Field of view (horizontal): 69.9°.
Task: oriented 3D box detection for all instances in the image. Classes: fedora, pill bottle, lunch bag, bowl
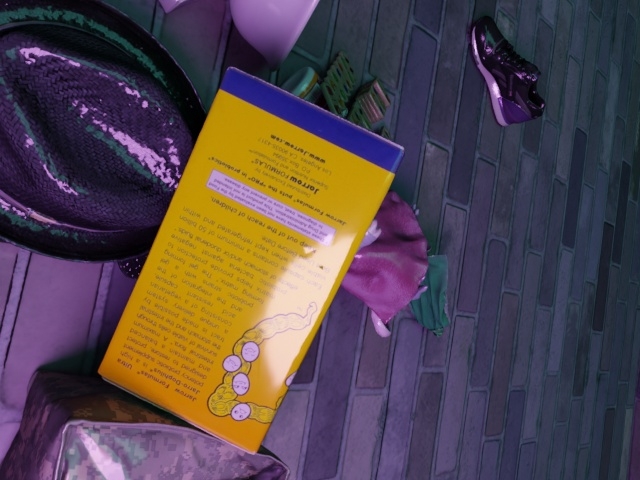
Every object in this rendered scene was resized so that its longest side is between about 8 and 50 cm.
[{"bbox_3d":[-0.246,-0.116,0.498,0.334,0.152,0.334,-10,107,-37],"label":"fedora"},{"bbox_3d":[0.000,-0.217,0.796,0.152,0.086,0.086,42,68,-32],"label":"pill bottle"},{"bbox_3d":[-0.207,0.273,0.561,0.287,0.235,0.168,23,75,-36],"label":"lunch bag"},{"bbox_3d":[-0.052,-0.405,0.643,0.134,0.298,0.297,28,75,-18],"label":"bowl"}]

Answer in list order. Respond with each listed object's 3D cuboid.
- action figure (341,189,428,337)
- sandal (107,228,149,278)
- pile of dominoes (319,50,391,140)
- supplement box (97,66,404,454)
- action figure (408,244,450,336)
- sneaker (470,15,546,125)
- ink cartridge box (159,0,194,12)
[{"bbox_3d":[0.000,0.000,0.786,0.370,0.248,0.275,5,129,-27],"label":"action figure"},{"bbox_3d":[-0.274,-0.032,0.628,0.067,0.040,0.179,-19,118,-30],"label":"sandal"},{"bbox_3d":[0.082,-0.229,0.807,0.196,0.040,0.251,55,29,-24],"label":"pile of dominoes"},{"bbox_3d":[-0.069,0.019,0.550,0.195,0.194,0.356,26,99,2],"label":"supplement box"},{"bbox_3d":[0.228,0.117,0.980,0.063,0.137,0.232,-47,127,-41],"label":"action figure"},{"bbox_3d":[0.476,-0.427,1.130,0.107,0.124,0.283,-46,117,-28],"label":"sneaker"},{"bbox_3d":[-0.210,-0.402,0.647,0.088,0.052,0.122,-43,115,-29],"label":"ink cartridge box"}]
